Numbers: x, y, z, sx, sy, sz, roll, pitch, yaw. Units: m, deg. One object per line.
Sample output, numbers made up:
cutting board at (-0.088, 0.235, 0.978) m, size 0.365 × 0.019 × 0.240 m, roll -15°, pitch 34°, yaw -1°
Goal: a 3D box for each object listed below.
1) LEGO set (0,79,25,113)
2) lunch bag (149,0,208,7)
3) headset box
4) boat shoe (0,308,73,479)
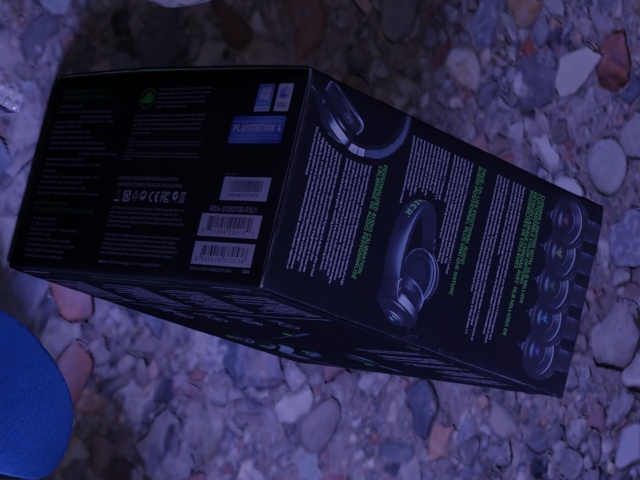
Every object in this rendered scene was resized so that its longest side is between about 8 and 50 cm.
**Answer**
LEGO set at (-0.257, -0.135, 1.018) m, size 0.255 × 0.192 × 0.331 m, roll 37°, pitch 67°, yaw -37°
lunch bag at (-0.094, -0.294, 0.967) m, size 0.256 × 0.212 × 0.305 m, roll 23°, pitch 64°, yaw -40°
headset box at (0.000, 0.000, 1.224) m, size 0.283 × 0.246 × 0.131 m, roll 22°, pitch 78°, yaw -40°
boat shoe at (-0.242, 0.063, 1.112) m, size 0.258 × 0.089 × 0.109 m, roll 43°, pitch 53°, yaw -47°
